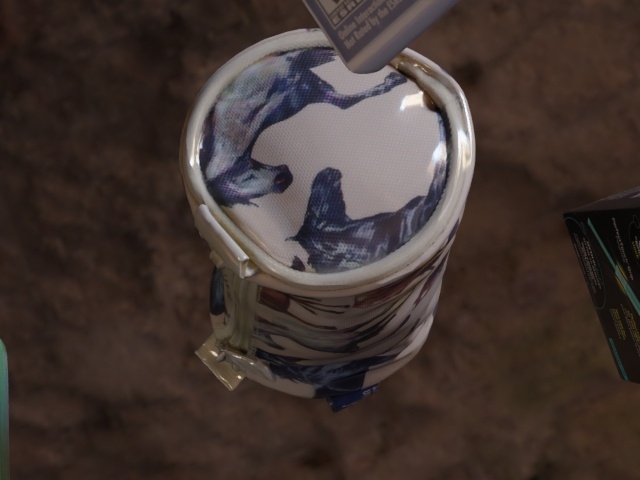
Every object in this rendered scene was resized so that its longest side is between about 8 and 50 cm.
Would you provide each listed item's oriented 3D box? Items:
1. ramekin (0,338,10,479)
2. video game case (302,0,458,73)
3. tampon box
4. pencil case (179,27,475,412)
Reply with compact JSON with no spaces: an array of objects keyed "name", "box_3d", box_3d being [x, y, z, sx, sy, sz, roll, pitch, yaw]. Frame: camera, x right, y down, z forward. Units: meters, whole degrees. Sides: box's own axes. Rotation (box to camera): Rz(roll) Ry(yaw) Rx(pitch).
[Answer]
[{"name":"ramekin","box_3d":[-0.348,0.127,1.271,0.303,0.148,0.303,1,-13,0]},{"name":"video game case","box_3d":[0.035,-0.191,0.684,0.201,0.183,0.023,-40,-15,29]},{"name":"tampon box","box_3d":[0.234,0.020,1.169,0.101,0.120,0.161,-20,3,-9]},{"name":"pencil case","box_3d":[0.000,0.000,1.213,0.183,0.160,0.410,-49,-9,-11]}]
